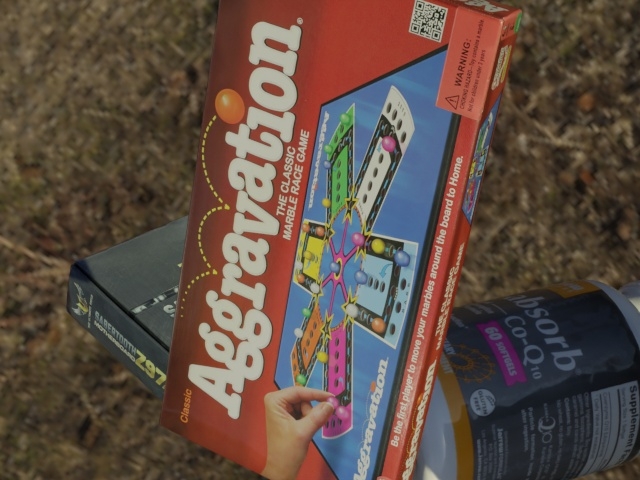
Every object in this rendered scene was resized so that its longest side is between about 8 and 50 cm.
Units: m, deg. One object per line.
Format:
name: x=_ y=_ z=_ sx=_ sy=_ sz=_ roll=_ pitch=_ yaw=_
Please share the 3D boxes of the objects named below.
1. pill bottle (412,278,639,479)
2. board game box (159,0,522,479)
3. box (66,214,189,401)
pill bottle: x=0.179 y=0.120 z=1.202 sx=0.278 sy=0.162 sz=0.162 roll=-13 pitch=44 yaw=-20
board game box: x=0.000 y=0.000 z=0.728 sx=0.145 sy=0.027 sz=0.281 roll=23 pitch=119 yaw=24
box: x=-0.069 y=0.051 z=1.245 sx=0.183 sy=0.233 sz=0.059 roll=38 pitch=133 yaw=30
